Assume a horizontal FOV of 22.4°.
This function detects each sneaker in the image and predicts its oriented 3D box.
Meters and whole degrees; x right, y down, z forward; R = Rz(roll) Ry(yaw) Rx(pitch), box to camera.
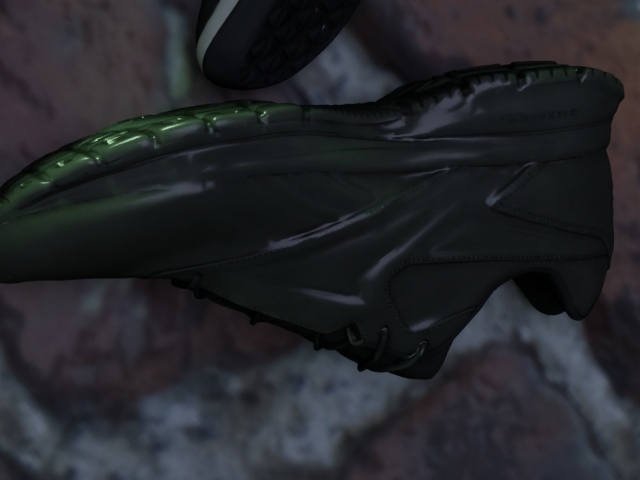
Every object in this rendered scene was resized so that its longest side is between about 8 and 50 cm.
[{"bbox_3d":[-0.014,-0.180,0.704,0.097,0.084,0.235,22,87,21],"label":"sneaker"},{"bbox_3d":[0.000,0.000,0.678,0.286,0.109,0.130,-8,97,-12],"label":"sneaker"}]
